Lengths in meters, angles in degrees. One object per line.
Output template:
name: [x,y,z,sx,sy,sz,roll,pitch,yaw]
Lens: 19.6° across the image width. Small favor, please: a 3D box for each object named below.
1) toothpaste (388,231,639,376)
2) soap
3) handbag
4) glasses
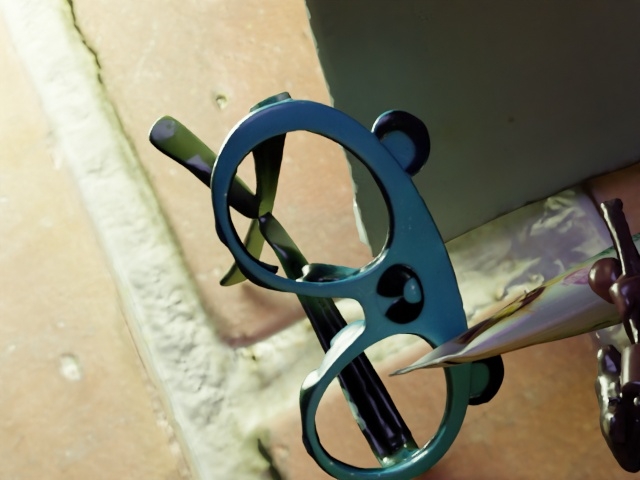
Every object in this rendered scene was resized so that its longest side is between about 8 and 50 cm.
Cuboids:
toothpaste: [0.185,0.012,0.962,0.314,0.058,0.056,-20,44,-18]
soap: [0.058,-0.262,0.999,0.213,0.435,0.350,-14,52,3]
handbag: [0.178,0.109,0.855,0.074,0.216,0.203,-13,56,16]
glasses: [-0.025,0.021,0.997,0.207,0.239,0.102,9,41,45]
